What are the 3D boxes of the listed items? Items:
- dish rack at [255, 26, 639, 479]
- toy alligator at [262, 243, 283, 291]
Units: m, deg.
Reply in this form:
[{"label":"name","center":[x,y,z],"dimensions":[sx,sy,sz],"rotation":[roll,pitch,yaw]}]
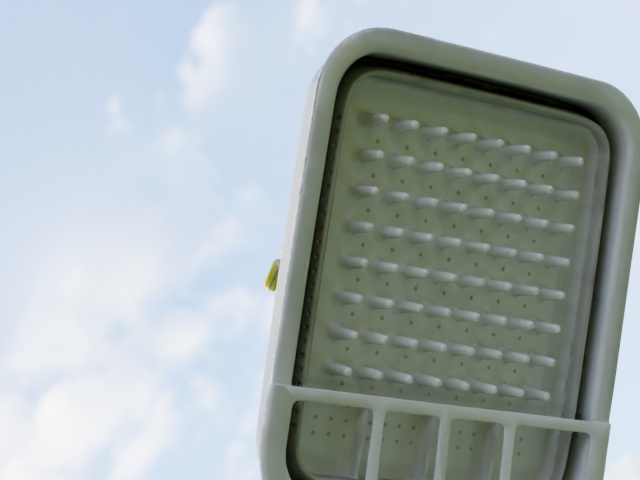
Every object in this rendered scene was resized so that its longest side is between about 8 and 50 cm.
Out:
[{"label":"dish rack","center":[0.085,0.036,1.172],"dimensions":[0.285,0.072,0.332],"rotation":[10,-92,-30]},{"label":"toy alligator","center":[0.000,0.000,1.465],"dimensions":[0.189,0.056,0.051],"rotation":[-64,0,-35]}]
